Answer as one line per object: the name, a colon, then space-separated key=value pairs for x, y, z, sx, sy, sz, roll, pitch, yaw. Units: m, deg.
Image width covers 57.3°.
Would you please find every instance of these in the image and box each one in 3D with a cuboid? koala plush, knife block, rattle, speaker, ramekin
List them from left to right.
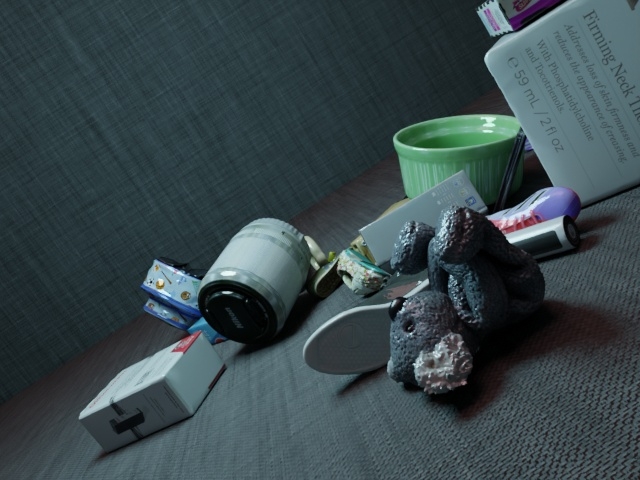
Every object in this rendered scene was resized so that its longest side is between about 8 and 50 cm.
rattle: x=0.000 y=0.000 z=1.633 sx=0.143 sy=0.130 sz=0.199 roll=-43 pitch=46 yaw=2
knife block: x=0.209 y=-0.047 z=1.505 sx=0.276 sy=0.088 sz=0.242 roll=-32 pitch=9 yaw=5
koala plush: x=0.172 y=0.102 z=0.782 sx=0.221 sy=0.203 sz=0.196 roll=-58 pitch=8 yaw=-15
ramekin: x=0.329 y=-0.187 z=1.375 sx=0.304 sy=0.148 sz=0.303 roll=-8 pitch=23 yaw=3
speaker: x=0.344 y=0.004 z=0.953 sx=0.136 sy=0.055 sz=0.055 roll=-22 pitch=15 yaw=43

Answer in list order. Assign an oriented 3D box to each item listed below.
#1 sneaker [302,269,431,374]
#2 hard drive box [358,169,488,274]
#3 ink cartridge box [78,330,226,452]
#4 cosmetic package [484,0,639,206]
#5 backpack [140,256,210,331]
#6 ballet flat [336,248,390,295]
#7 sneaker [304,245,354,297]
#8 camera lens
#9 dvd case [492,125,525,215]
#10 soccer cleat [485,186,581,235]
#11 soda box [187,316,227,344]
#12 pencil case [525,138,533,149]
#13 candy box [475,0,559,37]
sneaker: x=0.106 y=0.126 z=0.986 sx=0.296 sy=0.104 sz=0.147 roll=-27 pitch=8 yaw=-2
hard drive box: x=0.216 y=-0.025 z=1.185 sx=0.232 sy=0.089 sz=0.181 roll=-31 pitch=-18 yaw=10
ink cartridge box: x=-0.384 y=0.347 z=1.350 sx=0.273 sy=0.114 sz=0.197 roll=-27 pitch=12 yaw=22
cosmetic package: x=0.564 y=-0.319 z=1.042 sx=0.394 sy=0.329 sz=0.327 roll=-27 pitch=11 yaw=34
backpack: x=-0.429 y=0.164 z=1.817 sx=0.263 sy=0.277 sz=0.213 roll=72 pitch=-143 yaw=-68
ballet flat: x=0.094 y=0.080 z=1.307 sx=0.077 sy=0.091 sz=0.241 roll=-66 pitch=14 yaw=4
sneaker: x=0.034 y=0.075 z=1.511 sx=0.192 sy=0.064 sz=0.086 roll=-42 pitch=18 yaw=-28
camera lens: x=-0.158 y=0.100 z=1.440 sx=0.219 sy=0.219 sz=0.274 roll=-26 pitch=23 yaw=34
dvd case: x=0.376 y=-0.130 z=1.162 sx=0.018 sy=0.221 sz=0.164 roll=18 pitch=32 yaw=16
soccer cleat: x=0.334 y=-0.024 z=1.019 sx=0.095 sy=0.083 sz=0.248 roll=-22 pitch=-2 yaw=-32
soda box: x=-0.280 y=0.240 z=1.657 sx=0.210 sy=0.071 sz=0.067 roll=-23 pitch=14 yaw=41
pencil case: x=0.590 y=-0.321 z=1.647 sx=0.088 sy=0.086 sz=0.206 roll=-11 pitch=19 yaw=29
candy box: x=0.381 y=-0.447 z=1.062 sx=0.159 sy=0.071 sz=0.233 roll=-31 pitch=10 yaw=14
